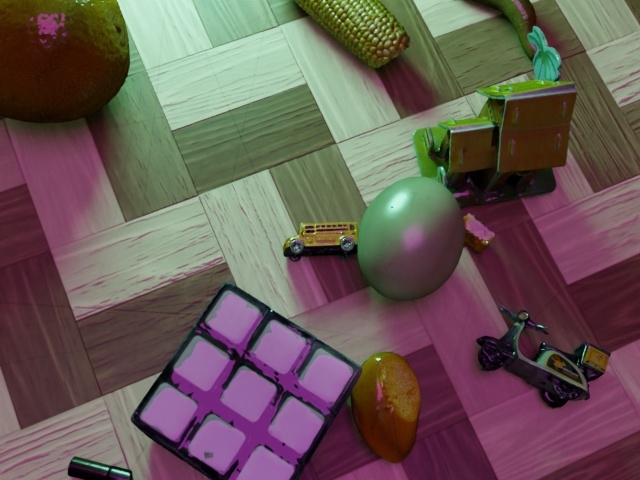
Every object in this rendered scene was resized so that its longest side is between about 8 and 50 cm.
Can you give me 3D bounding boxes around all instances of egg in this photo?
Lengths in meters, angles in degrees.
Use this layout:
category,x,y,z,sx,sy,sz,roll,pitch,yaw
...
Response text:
category,x,y,z,sx,sy,sz,roll,pitch,yaw
egg,0.186,-0.003,1.710,0.219,0.219,0.269,29,67,6

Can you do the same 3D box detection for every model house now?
category,x,y,z,sx,sy,sz,roll,pitch,yaw
model house,0.371,-0.286,1.765,0.300,0.324,0.340,-8,72,-8

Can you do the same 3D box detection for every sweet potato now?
category,x,y,z,sx,sy,sz,roll,pitch,yaw
sweet potato,0.441,-0.563,2.001,0.346,0.079,0.108,44,102,9

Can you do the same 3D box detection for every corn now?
category,x,y,z,sx,sy,sz,roll,pitch,yaw
corn,0.044,-0.552,1.933,0.144,0.144,0.387,-41,84,-16

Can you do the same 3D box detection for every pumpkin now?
category,x,y,z,sx,sy,sz,roll,pitch,yaw
pumpkin,0.336,-0.019,1.804,0.083,0.074,0.054,39,77,6

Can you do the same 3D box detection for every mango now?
category,x,y,z,sx,sy,sz,roll,pitch,yaw
mango,0.131,0.333,1.656,0.141,0.102,0.217,-3,74,-32

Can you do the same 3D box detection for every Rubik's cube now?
category,x,y,z,sx,sy,sz,roll,pitch,yaw
Rubik's cube,-0.131,0.305,1.539,0.301,0.305,0.304,32,74,6

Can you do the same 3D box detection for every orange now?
category,x,y,z,sx,sy,sz,roll,pitch,yaw
orange,-0.588,-0.406,1.748,0.356,0.322,0.322,-9,72,3

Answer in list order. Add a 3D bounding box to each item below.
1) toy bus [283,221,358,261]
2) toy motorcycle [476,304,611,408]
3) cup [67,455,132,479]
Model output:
category,x,y,z,sx,sy,sz,roll,pitch,yaw
toy bus,0.000,0.000,1.773,0.162,0.069,0.074,-2,71,-6
toy motorcycle,0.450,0.242,1.718,0.263,0.091,0.157,27,63,3
cup,-0.424,0.510,1.519,0.176,0.166,0.240,-4,73,-10
